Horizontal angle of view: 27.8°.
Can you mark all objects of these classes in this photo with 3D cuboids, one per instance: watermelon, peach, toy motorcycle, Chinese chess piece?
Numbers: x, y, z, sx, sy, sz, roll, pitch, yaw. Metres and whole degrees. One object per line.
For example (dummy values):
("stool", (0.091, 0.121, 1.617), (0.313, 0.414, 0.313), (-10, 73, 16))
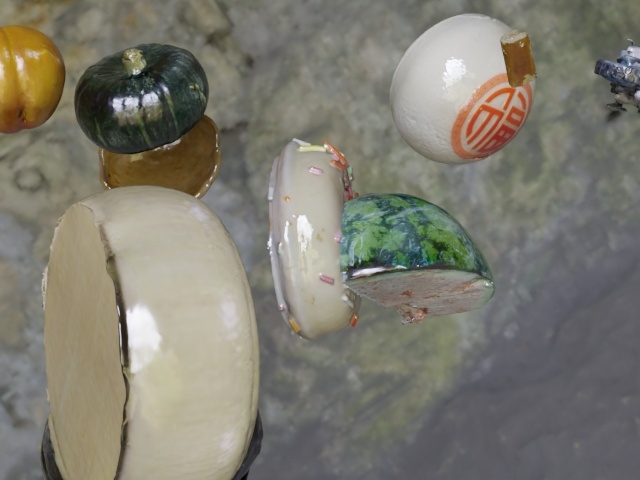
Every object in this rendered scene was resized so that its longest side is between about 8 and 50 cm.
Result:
("watermelon", (0.127, 0.028, 1.876), (0.180, 0.224, 0.305), (-61, -29, 1))
("peach", (-0.390, -0.202, 1.635), (0.138, 0.138, 0.138), (-33, 9, 6))
("toy motorcycle", (0.473, -0.199, 1.672), (0.204, 0.108, 0.239), (20, 27, 24))
("Chinese chess piece", (-0.137, 0.082, 0.971), (0.103, 0.249, 0.250), (-2, -7, -27))

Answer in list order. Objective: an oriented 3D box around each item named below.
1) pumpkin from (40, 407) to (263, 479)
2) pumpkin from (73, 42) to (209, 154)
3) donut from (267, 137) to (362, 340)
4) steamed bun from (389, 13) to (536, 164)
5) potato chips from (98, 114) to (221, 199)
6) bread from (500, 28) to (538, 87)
("pumpkin", (-0.230, 0.235, 1.695), (0.296, 0.296, 0.296), (-33, 9, 6))
("pumpkin", (-0.274, -0.222, 1.973), (0.212, 0.152, 0.211), (-20, 30, 12))
("donut", (0.000, 0.000, 2.407), (0.142, 0.382, 0.382), (-4, 15, 8))
("steamed bun", (0.269, -0.253, 2.301), (0.283, 0.283, 0.177), (-36, 52, -7))
("potato chips", (-0.261, -0.132, 2.145), (0.208, 0.195, 0.062), (-46, -12, -7))
("bread", (0.294, -0.271, 1.923), (0.047, 0.083, 0.036), (-28, 37, -13))
